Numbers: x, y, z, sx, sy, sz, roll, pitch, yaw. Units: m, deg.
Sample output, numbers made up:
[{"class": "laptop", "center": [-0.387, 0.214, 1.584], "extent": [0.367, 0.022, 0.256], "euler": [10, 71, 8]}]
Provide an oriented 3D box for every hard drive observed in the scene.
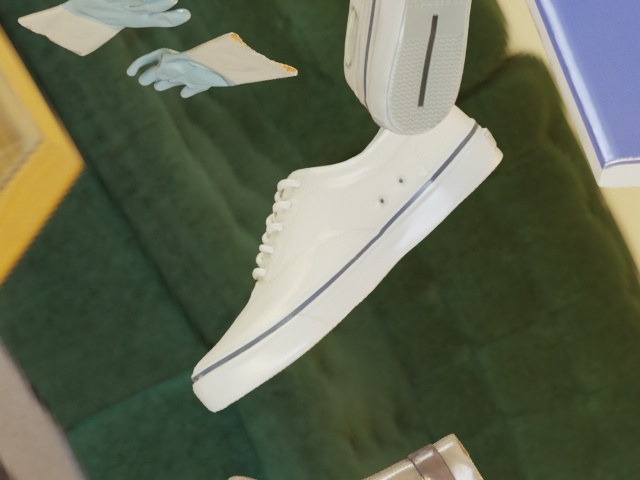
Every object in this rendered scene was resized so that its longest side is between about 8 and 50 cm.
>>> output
[{"class": "hard drive", "center": [0.338, -0.189, 1.615], "extent": [0.040, 0.210, 0.318], "euler": [98, -17, -49]}]

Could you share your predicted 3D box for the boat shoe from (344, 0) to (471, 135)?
[{"class": "boat shoe", "center": [0.052, -0.175, 0.908], "extent": [0.083, 0.226, 0.076], "euler": [-2, 28, -37]}]

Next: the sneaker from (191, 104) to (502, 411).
[{"class": "sneaker", "center": [0.000, 0.000, 1.040], "extent": [0.091, 0.258, 0.094], "euler": [46, -8, -1]}]

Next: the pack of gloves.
[{"class": "pack of gloves", "center": [-0.157, -0.207, 1.555], "extent": [0.195, 0.232, 0.046], "euler": [25, 73, -32]}]

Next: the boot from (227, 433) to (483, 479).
[{"class": "boot", "center": [0.025, 0.112, 0.665], "extent": [0.118, 0.087, 0.042], "euler": [47, 6, -33]}]
